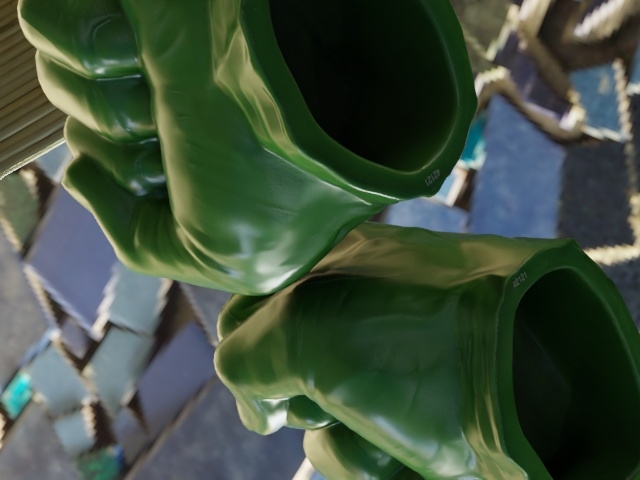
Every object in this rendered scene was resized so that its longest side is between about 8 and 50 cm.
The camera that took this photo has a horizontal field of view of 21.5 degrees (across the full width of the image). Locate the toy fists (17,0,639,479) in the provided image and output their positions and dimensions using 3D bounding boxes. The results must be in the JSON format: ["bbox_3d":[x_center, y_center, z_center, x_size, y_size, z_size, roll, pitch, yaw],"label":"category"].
[{"bbox_3d":[0.000,0.000,0.581,0.096,0.142,0.279,-50,121,-26],"label":"toy fists"}]

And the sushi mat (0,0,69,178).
[{"bbox_3d":[-0.227,-0.105,1.038,0.316,0.151,0.019,-27,172,22],"label":"sushi mat"}]
